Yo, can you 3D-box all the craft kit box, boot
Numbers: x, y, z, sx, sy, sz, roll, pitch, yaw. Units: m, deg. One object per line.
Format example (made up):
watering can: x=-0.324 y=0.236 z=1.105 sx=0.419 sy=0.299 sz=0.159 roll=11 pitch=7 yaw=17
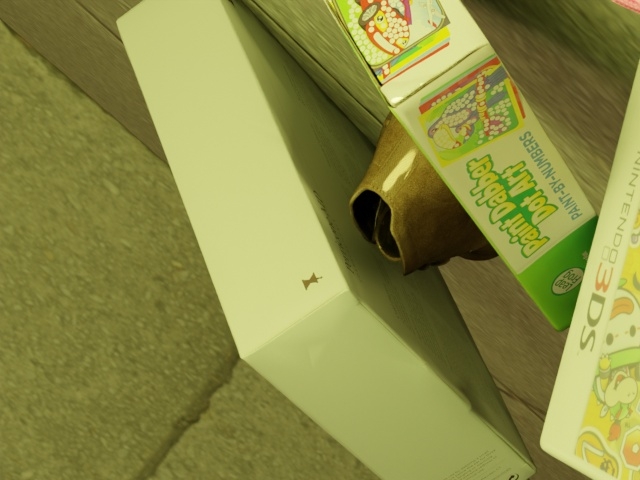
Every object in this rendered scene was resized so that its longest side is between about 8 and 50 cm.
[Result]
craft kit box: x=0.044 y=-0.103 z=0.968 sx=0.246 sy=0.061 sz=0.250 roll=62 pitch=-172 yaw=33
boot: x=0.077 y=-0.026 z=1.419 sx=0.112 sy=0.115 sz=0.305 roll=35 pitch=174 yaw=16

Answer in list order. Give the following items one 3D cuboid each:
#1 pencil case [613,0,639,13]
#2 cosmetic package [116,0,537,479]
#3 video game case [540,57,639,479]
pencil case: x=0.182 y=-0.062 z=0.655 sx=0.209 sy=0.098 sz=0.095 roll=39 pitch=174 yaw=2
cosmetic package: x=0.000 y=0.000 z=1.482 sx=0.284 sy=0.097 sz=0.377 roll=48 pitch=-167 yaw=-44
video game case: x=0.184 y=0.026 z=0.839 sx=0.026 sy=0.206 sz=0.227 roll=10 pitch=-172 yaw=-28
